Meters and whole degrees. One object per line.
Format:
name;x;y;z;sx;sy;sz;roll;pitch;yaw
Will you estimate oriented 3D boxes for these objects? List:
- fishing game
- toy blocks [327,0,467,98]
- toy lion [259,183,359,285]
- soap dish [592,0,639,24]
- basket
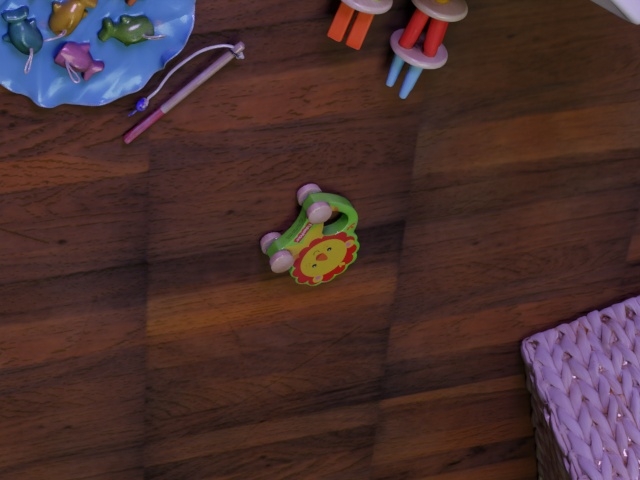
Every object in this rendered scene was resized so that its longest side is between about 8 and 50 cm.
fishing game;-0.183;-0.172;1.497;0.189;0.041;0.264;-37;135;17
toy blocks;0.060;-0.185;1.579;0.123;0.054;0.148;2;131;-26
toy lion;0.000;0.000;1.751;0.096;0.034;0.100;12;126;-41
soap dish;0.150;-0.301;1.395;0.118;0.229;0.291;-51;133;3
basket;0.382;0.256;1.958;0.266;0.331;0.328;-15;136;-1
